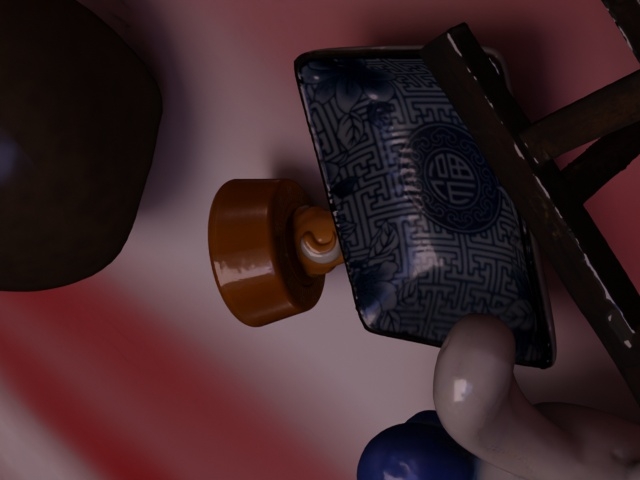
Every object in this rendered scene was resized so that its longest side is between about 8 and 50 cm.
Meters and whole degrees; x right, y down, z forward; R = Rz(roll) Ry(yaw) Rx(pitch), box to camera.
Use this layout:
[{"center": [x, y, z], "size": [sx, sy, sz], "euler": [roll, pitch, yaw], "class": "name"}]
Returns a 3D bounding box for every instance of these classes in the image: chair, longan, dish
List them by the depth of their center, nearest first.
[{"center": [0.276, 0.007, 0.497], "size": [0.240, 0.203, 0.416], "euler": [-24, 100, 53], "class": "chair"}, {"center": [0.093, -0.037, 0.737], "size": [0.181, 0.080, 0.243], "euler": [8, 122, 41], "class": "dish"}, {"center": [-0.293, -0.086, 0.948], "size": [0.288, 0.288, 0.350], "euler": [41, 150, 15], "class": "longan"}]

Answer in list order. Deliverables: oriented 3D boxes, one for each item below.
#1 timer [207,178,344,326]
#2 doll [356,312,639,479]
[{"center": [0.000, 0.000, 0.850], "size": [0.152, 0.132, 0.132], "euler": [-10, 112, 22], "class": "timer"}, {"center": [0.154, 0.227, 0.776], "size": [0.376, 0.187, 0.365], "euler": [52, 143, -3], "class": "doll"}]
